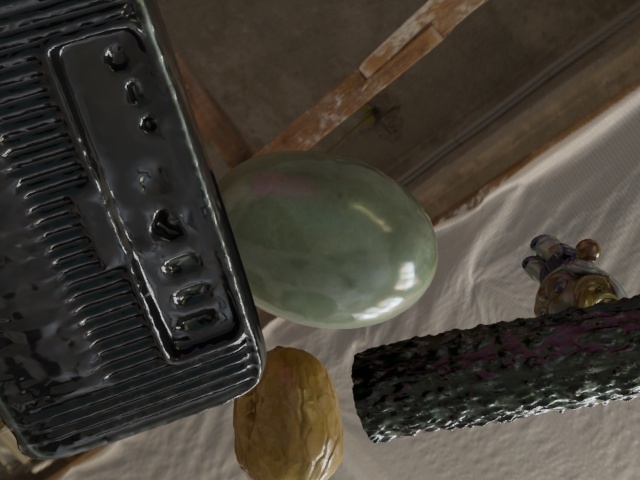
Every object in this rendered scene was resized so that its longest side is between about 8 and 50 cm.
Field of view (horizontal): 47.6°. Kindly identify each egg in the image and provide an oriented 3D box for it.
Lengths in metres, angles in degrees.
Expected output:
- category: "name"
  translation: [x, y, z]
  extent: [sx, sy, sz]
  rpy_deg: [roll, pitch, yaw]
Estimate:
- category: "egg"
  translation: [0.000, 0.000, 1.078]
  extent: [0.352, 0.258, 0.259]
  rpy_deg: [19, -60, -8]

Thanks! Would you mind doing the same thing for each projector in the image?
- category: "projector"
  translation: [-0.229, -0.077, 0.664]
  extent: [0.241, 0.405, 0.395]
  rpy_deg: [-18, -63, -8]

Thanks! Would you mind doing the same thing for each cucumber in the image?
- category: "cucumber"
  translation: [0.200, 0.104, 0.628]
  extent: [0.359, 0.096, 0.096]
  rpy_deg: [-18, -73, 25]

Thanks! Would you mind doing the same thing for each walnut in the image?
- category: "walnut"
  translation: [-0.047, 0.246, 0.995]
  extent: [0.159, 0.159, 0.207]
  rpy_deg: [-16, -113, 26]

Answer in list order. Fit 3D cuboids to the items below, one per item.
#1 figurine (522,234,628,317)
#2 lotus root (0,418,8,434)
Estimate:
- category: "figurine"
  translation: [0.393, 0.093, 1.158]
  extent: [0.133, 0.274, 0.194]
  rpy_deg: [18, -89, -8]
- category: "lotus root"
  translation: [-0.506, 0.159, 1.068]
  extent: [0.074, 0.170, 0.261]
  rpy_deg: [-37, -112, 12]
